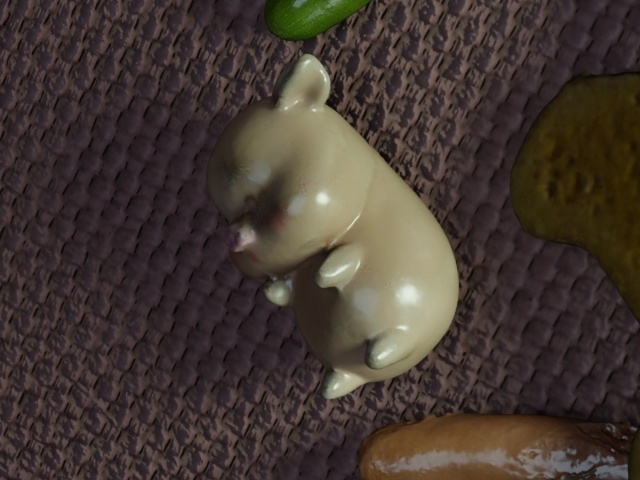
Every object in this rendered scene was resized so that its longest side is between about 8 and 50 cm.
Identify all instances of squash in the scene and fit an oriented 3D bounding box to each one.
[{"bbox_3d":[0.056,-0.245,1.433,0.252,0.066,0.066,-37,82,19],"label":"squash"}]

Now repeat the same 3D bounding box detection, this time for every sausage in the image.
[{"bbox_3d":[0.191,0.184,1.417,0.326,0.079,0.087,4,85,17],"label":"sausage"}]

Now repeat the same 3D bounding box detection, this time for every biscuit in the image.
[{"bbox_3d":[0.317,0.003,1.290,0.368,0.076,0.394,-48,57,31],"label":"biscuit"}]

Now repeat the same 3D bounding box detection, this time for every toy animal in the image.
[{"bbox_3d":[0.009,-0.007,1.423,0.166,0.154,0.250,-35,88,41],"label":"toy animal"}]
